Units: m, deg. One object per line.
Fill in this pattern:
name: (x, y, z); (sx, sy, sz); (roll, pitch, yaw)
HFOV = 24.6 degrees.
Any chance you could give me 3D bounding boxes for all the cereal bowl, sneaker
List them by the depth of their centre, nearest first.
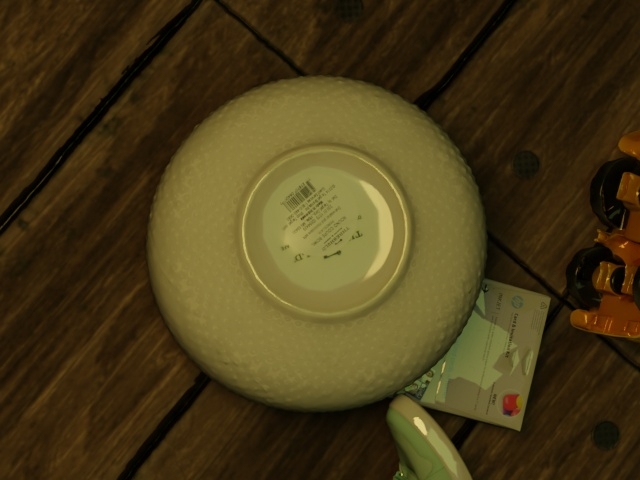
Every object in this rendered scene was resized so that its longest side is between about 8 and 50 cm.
cereal bowl: (0.000, 0.000, 1.403); (0.339, 0.141, 0.339); (0, 85, -4)
sneaker: (0.081, 0.288, 1.444); (0.151, 0.094, 0.256); (-24, 103, -13)

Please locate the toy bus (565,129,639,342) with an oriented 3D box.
toy bus: (0.387, 0.017, 1.528); (0.211, 0.149, 0.220); (21, 85, -27)

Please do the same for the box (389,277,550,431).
box: (0.131, 0.104, 1.505); (0.186, 0.038, 0.145); (15, 84, -11)
